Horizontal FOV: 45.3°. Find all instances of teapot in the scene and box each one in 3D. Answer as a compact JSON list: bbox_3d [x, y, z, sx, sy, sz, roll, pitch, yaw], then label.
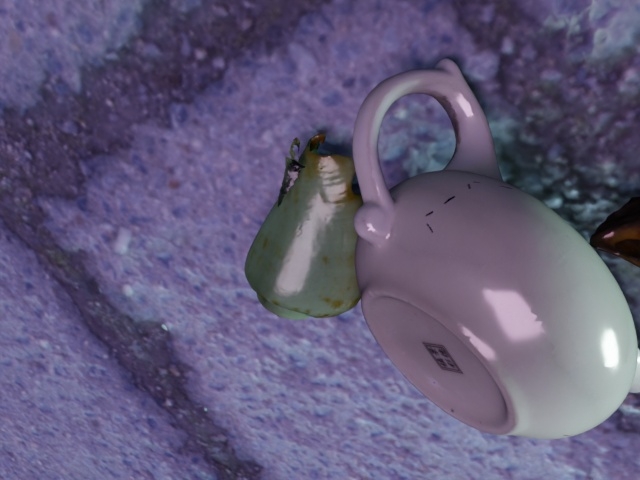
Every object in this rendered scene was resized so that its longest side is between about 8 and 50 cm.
[{"bbox_3d":[0.115,0.023,0.531,0.166,0.208,0.300,-29,104,-12],"label":"teapot"}]

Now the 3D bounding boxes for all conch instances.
[{"bbox_3d":[0.000,0.000,0.608,0.105,0.079,0.170,15,124,-6],"label":"conch"}]

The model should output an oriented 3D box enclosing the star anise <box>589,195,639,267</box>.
[{"bbox_3d":[0.294,-0.030,0.460,0.220,0.099,0.214,33,115,5],"label":"star anise"}]
